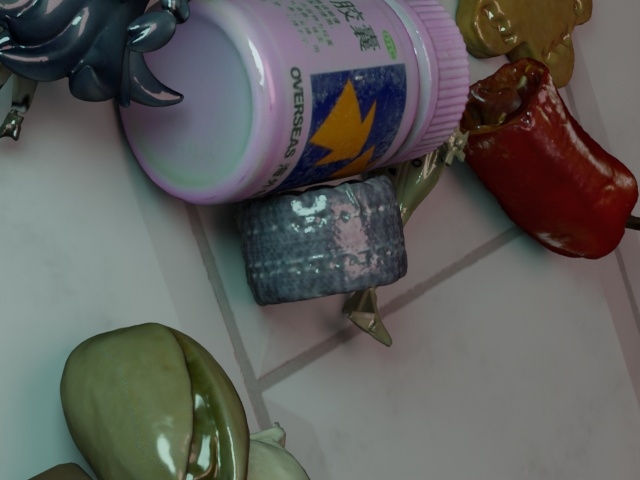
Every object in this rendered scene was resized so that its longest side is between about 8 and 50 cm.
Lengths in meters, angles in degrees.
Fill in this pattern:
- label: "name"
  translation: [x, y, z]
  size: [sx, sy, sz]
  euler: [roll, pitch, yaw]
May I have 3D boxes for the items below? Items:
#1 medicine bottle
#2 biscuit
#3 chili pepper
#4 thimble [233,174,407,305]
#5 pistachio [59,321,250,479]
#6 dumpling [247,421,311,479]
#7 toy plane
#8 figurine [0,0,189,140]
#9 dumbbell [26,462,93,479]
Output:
- label: "medicine bottle"
  translation: [-0.016, -0.136, 1.313]
  size: [0.290, 0.178, 0.178]
  euler: [-13, 91, -49]
- label: "biscuit"
  translation: [0.204, -0.339, 1.706]
  size: [0.355, 0.052, 0.275]
  euler: [50, 48, -30]
- label: "chili pepper"
  translation: [0.279, -0.047, 1.658]
  size: [0.338, 0.134, 0.131]
  euler: [43, 35, -35]
- label: "thimble"
  translation: [0.002, -0.001, 1.329]
  size: [0.150, 0.150, 0.098]
  euler: [-14, 95, -49]
- label: "pistachio"
  translation: [-0.123, 0.137, 1.113]
  size: [0.135, 0.226, 0.136]
  euler: [-9, 115, -21]
- label: "dumpling"
  translation: [-0.067, 0.242, 1.192]
  size: [0.126, 0.216, 0.167]
  euler: [5, 106, -20]
- label: "toy plane"
  translation: [0.079, -0.040, 1.465]
  size: [0.092, 0.108, 0.286]
  euler: [37, 68, -39]
- label: "figurine"
  translation: [-0.176, -0.209, 1.117]
  size: [0.175, 0.197, 0.265]
  euler: [-139, -136, -87]
- label: "dumbbell"
  translation: [-0.156, 0.277, 1.132]
  size: [0.082, 0.092, 0.231]
  euler: [-35, 111, -15]
